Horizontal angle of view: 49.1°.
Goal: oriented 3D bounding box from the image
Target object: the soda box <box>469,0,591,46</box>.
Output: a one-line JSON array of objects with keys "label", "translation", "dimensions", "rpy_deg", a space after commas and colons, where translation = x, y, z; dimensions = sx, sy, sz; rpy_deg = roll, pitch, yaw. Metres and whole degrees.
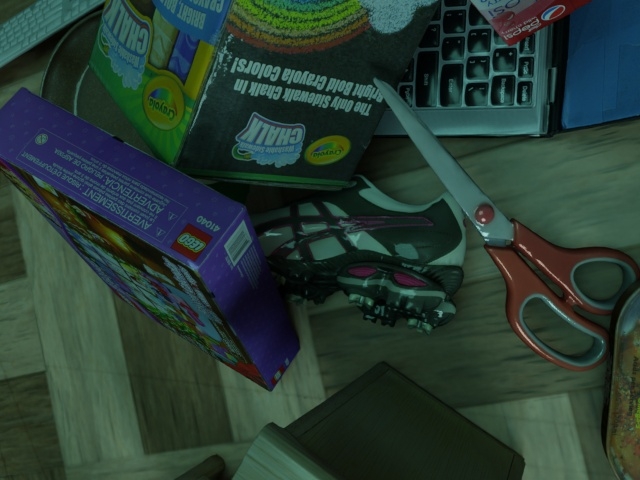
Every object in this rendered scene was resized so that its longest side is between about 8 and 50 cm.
[{"label": "soda box", "translation": [0.098, -0.263, 0.437], "dimensions": [0.083, 0.092, 0.263], "rpy_deg": [-25, 69, 28]}]

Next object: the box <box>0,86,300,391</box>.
[{"label": "box", "translation": [-0.130, 0.019, 0.585], "dimensions": [0.201, 0.293, 0.057], "rpy_deg": [28, 70, 19]}]

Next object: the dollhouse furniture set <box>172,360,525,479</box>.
[{"label": "dollhouse furniture set", "translation": [-0.016, 0.324, 0.558], "dimensions": [0.362, 0.256, 0.394], "rpy_deg": [33, 102, 17]}]

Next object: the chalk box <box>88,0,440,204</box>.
[{"label": "chalk box", "translation": [-0.056, -0.157, 0.555], "dimensions": [0.179, 0.180, 0.289], "rpy_deg": [49, 123, 37]}]

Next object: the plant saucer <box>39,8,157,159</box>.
[{"label": "plant saucer", "translation": [-0.207, -0.143, 0.739], "dimensions": [0.198, 0.036, 0.199], "rpy_deg": [0, 91, 21]}]

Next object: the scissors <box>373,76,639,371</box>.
[{"label": "scissors", "translation": [0.133, -0.001, 0.550], "dimensions": [0.297, 0.021, 0.109], "rpy_deg": [33, 98, -15]}]

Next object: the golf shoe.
[{"label": "golf shoe", "translation": [0.000, 0.000, 0.646], "dimensions": [0.272, 0.105, 0.120], "rpy_deg": [11, 73, 19]}]

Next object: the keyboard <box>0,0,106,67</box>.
[{"label": "keyboard", "translation": [-0.314, -0.239, 0.772], "dimensions": [0.256, 0.014, 0.072], "rpy_deg": [-23, 50, 20]}]

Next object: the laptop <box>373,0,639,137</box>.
[{"label": "laptop", "translation": [0.117, -0.279, 0.510], "dimensions": [0.407, 0.236, 0.382], "rpy_deg": [3, 91, 20]}]

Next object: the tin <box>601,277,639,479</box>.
[{"label": "tin", "translation": [0.281, 0.115, 0.551], "dimensions": [0.106, 0.040, 0.190], "rpy_deg": [5, 95, 14]}]
